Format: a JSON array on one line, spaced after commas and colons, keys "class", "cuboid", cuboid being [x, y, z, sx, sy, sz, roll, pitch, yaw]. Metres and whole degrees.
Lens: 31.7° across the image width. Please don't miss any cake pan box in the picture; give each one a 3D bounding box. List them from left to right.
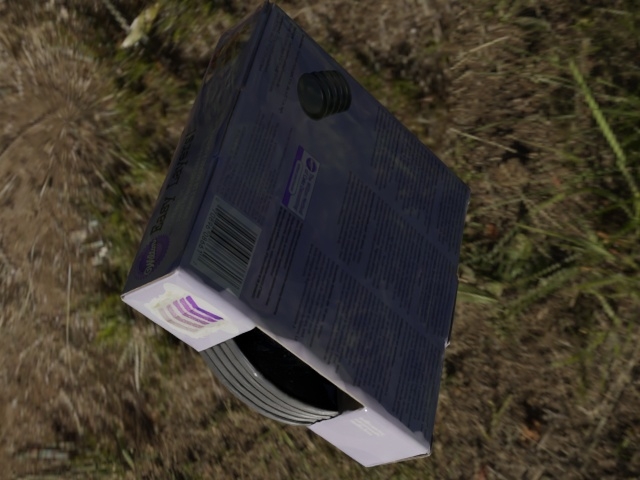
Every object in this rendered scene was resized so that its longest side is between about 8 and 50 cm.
[{"class": "cake pan box", "cuboid": [0.000, 0.000, 0.813, 0.246, 0.070, 0.266, 37, 48, -29]}]
